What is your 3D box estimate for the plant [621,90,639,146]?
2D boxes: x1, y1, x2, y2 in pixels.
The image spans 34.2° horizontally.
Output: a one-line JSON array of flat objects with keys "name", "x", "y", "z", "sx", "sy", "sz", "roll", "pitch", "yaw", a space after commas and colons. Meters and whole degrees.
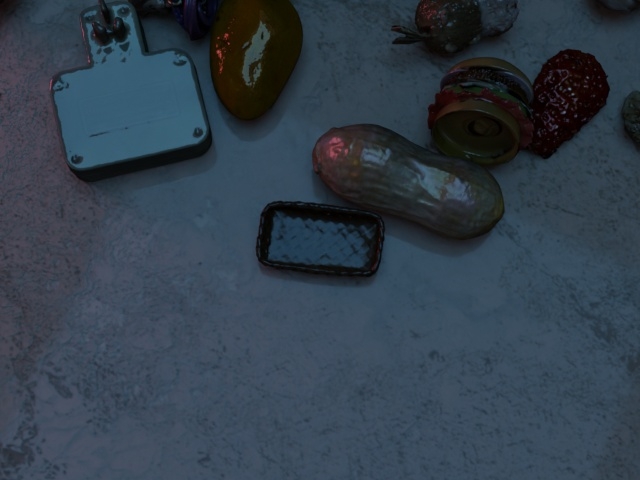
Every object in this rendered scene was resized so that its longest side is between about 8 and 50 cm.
[{"name": "plant", "x": 0.537, "y": -0.205, "z": 1.636, "sx": 0.117, "sy": 0.122, "sz": 0.104, "roll": -1, "pitch": 65, "yaw": 6}]

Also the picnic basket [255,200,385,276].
[{"name": "picnic basket", "x": 0.000, "y": 0.000, "z": 1.606, "sx": 0.194, "sy": 0.055, "sz": 0.110, "roll": 8, "pitch": 83, "yaw": 1}]

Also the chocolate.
[{"name": "chocolate", "x": 0.134, "y": -0.093, "z": 1.592, "sx": 0.309, "sy": 0.134, "sz": 0.134, "roll": 21, "pitch": 77, "yaw": 5}]

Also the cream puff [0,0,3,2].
[{"name": "cream puff", "x": -0.562, "y": -0.478, "z": 1.666, "sx": 0.240, "sy": 0.164, "sz": 0.240, "roll": -4, "pitch": 76, "yaw": 14}]

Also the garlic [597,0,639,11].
[{"name": "garlic", "x": 0.517, "y": -0.430, "z": 1.700, "sx": 0.194, "sy": 0.127, "sz": 0.131, "roll": 18, "pitch": 50, "yaw": -27}]

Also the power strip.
[{"name": "power strip", "x": -0.306, "y": -0.246, "z": 1.626, "sx": 0.230, "sy": 0.141, "sz": 0.261, "roll": -13, "pitch": 80, "yaw": -5}]

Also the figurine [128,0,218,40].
[{"name": "figurine", "x": -0.234, "y": -0.397, "z": 1.677, "sx": 0.157, "sy": 0.126, "sz": 0.114, "roll": 28, "pitch": 108, "yaw": 19}]

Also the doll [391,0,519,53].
[{"name": "doll", "x": 0.216, "y": -0.353, "z": 1.671, "sx": 0.221, "sy": 0.105, "sz": 0.115, "roll": -29, "pitch": 42, "yaw": -7}]

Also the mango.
[{"name": "mango", "x": -0.103, "y": -0.299, "z": 1.652, "sx": 0.147, "sy": 0.109, "sz": 0.227, "roll": 3, "pitch": 77, "yaw": -2}]

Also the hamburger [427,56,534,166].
[{"name": "hamburger", "x": 0.253, "y": -0.206, "z": 1.615, "sx": 0.175, "sy": 0.175, "sz": 0.136, "roll": 17, "pitch": 61, "yaw": 4}]

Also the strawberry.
[{"name": "strawberry", "x": 0.390, "y": -0.221, "z": 1.655, "sx": 0.121, "sy": 0.082, "sz": 0.188, "roll": 30, "pitch": 75, "yaw": 3}]
